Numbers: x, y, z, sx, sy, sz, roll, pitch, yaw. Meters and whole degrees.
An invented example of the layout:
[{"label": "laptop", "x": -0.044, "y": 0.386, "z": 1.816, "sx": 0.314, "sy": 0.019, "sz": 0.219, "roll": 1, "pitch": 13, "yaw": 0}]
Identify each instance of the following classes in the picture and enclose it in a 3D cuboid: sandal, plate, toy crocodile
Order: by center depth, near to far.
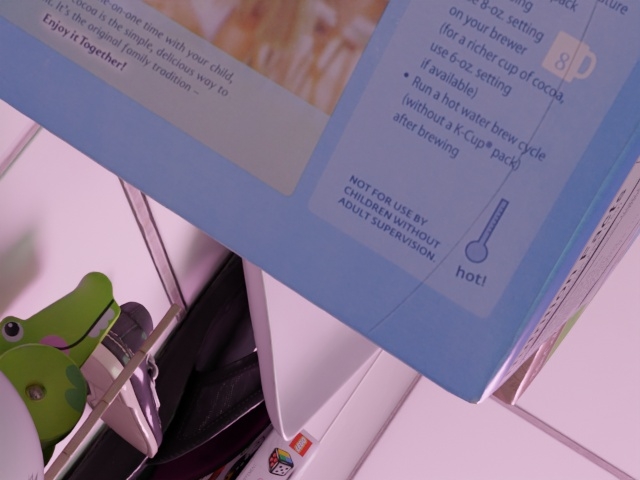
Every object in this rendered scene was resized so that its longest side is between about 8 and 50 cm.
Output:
[{"label": "toy crocodile", "x": -0.243, "y": 0.149, "z": 0.956, "sx": 0.340, "sy": 0.105, "sz": 0.115, "roll": -54, "pitch": -177, "yaw": -28}, {"label": "plate", "x": 0.000, "y": 0.000, "z": 1.395, "sx": 0.278, "sy": 0.045, "sz": 0.277, "roll": -40, "pitch": 128, "yaw": -53}, {"label": "sandal", "x": -0.115, "y": 0.174, "z": 1.427, "sx": 0.445, "sy": 0.107, "sz": 0.167, "roll": -54, "pitch": 167, "yaw": -19}]

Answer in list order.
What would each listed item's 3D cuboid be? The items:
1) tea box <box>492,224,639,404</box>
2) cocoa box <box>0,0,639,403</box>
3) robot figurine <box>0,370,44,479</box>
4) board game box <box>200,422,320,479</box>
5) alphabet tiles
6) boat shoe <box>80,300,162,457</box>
[{"label": "tea box", "x": 0.092, "y": -0.128, "z": 1.024, "sx": 0.323, "sy": 0.329, "sz": 0.220, "roll": -47, "pitch": 163, "yaw": -40}, {"label": "cocoa box", "x": 0.009, "y": -0.131, "z": 0.684, "sx": 0.231, "sy": 0.347, "sz": 0.228, "roll": -62, "pitch": 166, "yaw": 19}, {"label": "robot figurine", "x": -0.263, "y": 0.157, "z": 0.742, "sx": 0.278, "sy": 0.173, "sz": 0.209, "roll": -51, "pitch": -158, "yaw": -25}, {"label": "board game box", "x": -0.122, "y": 0.287, "z": 1.543, "sx": 0.193, "sy": 0.053, "sz": 0.305, "roll": -51, "pitch": -173, "yaw": -26}, {"label": "alphabet tiles", "x": -0.176, "y": 0.154, "z": 0.969, "sx": 0.198, "sy": 0.009, "sz": 0.237, "roll": -55, "pitch": -176, "yaw": -32}, {"label": "boat shoe", "x": -0.151, "y": 0.116, "z": 1.246, "sx": 0.065, "sy": 0.075, "sz": 0.206, "roll": -49, "pitch": 160, "yaw": -22}]
